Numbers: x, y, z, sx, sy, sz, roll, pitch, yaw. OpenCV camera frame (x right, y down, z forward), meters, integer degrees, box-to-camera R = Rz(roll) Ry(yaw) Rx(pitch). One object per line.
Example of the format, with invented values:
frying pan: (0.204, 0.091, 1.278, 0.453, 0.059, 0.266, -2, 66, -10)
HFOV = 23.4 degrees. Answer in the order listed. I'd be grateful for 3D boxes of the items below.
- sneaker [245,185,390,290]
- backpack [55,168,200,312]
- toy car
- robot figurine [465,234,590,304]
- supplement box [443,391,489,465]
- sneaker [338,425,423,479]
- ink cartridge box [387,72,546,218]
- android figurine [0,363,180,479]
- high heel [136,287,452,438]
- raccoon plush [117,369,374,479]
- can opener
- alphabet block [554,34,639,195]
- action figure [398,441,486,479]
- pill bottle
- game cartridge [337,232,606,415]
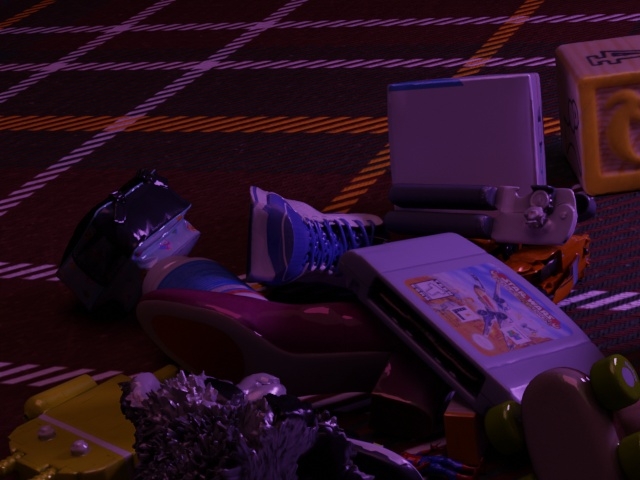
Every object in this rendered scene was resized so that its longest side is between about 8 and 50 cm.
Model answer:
sneaker: (0.000, 0.000, 2.027, 0.182, 0.127, 0.315, 1, -4, 4)
backpack: (-0.269, 0.014, 2.117, 0.188, 0.144, 0.166, -37, 8, 41)
toy car: (0.286, 0.197, 1.543, 0.155, 0.149, 0.188, -28, -19, 32)
robot figurine: (0.213, 0.058, 1.951, 0.211, 0.085, 0.291, 10, 27, 37)
supplement box: (0.165, 0.192, 1.670, 0.036, 0.062, 0.098, 1, 24, 20)
sneaker: (0.022, 0.222, 1.617, 0.234, 0.084, 0.097, 10, 27, 36)
ink cartridge box: (0.214, -0.134, 2.189, 0.198, 0.197, 0.270, -3, 6, 11)
android figurine: (-0.239, 0.219, 1.752, 0.273, 0.056, 0.248, -24, 27, -38)
high heel: (-0.016, 0.103, 1.786, 0.377, 0.127, 0.181, 21, 43, 8)
raccoon plush: (-0.170, 0.264, 1.447, 0.446, 0.216, 0.299, -26, 21, -38)
can opener: (0.213, -0.031, 1.990, 0.280, 0.074, 0.093, 3, -11, 33)
alphabet block: (0.471, -0.196, 2.346, 0.193, 0.192, 0.197, -9, 23, 2)
action figure: (0.115, 0.235, 1.630, 0.115, 0.030, 0.038, 1, 29, 25)
pill bottle: (-0.143, 0.092, 1.932, 0.124, 0.124, 0.221, -17, 25, -22)
game cartridge: (0.180, 0.093, 1.722, 0.198, 0.062, 0.297, -14, 44, -40)
